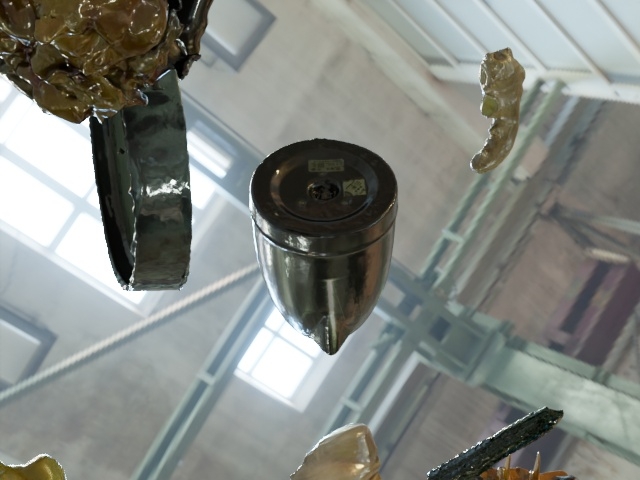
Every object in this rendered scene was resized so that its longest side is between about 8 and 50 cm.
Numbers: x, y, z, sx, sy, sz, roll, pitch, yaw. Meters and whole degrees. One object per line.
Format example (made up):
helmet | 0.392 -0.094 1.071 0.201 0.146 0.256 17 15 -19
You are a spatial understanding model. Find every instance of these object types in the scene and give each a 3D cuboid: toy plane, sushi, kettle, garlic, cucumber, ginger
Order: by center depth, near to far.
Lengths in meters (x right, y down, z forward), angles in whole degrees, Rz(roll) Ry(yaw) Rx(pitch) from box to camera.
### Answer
sushi | -0.186 -0.200 0.767 0.204 0.200 0.213 -65 168 -66
ginger | 0.242 -0.175 1.363 0.051 0.069 0.173 22 -62 51
cucumber | 0.270 0.326 1.565 0.256 0.043 0.044 -38 -174 28
toy plane | 0.333 0.501 1.652 0.204 0.103 0.316 5 -132 3
kettle | 0.000 0.000 1.665 0.228 0.324 0.321 -7 -135 -6
garlic | 0.029 0.500 2.016 0.228 0.217 0.110 -23 -156 -20

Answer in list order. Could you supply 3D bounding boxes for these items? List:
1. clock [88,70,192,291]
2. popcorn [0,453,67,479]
clock | -0.198 -0.097 1.071 0.312 0.061 0.313 173 -90 -72
popcorn | -0.219 0.329 0.764 0.326 0.290 0.321 125 -18 -70
